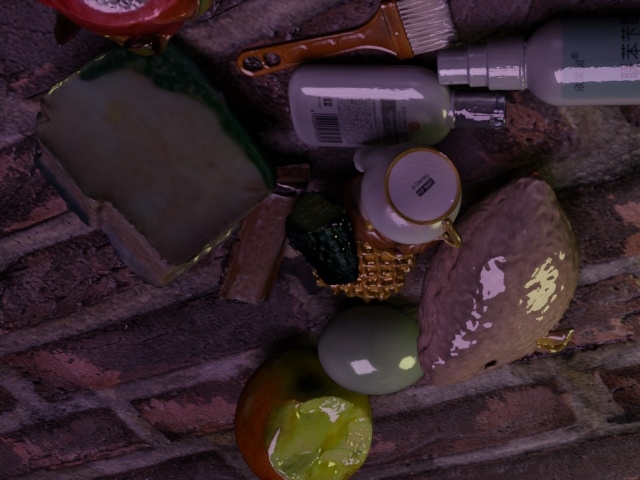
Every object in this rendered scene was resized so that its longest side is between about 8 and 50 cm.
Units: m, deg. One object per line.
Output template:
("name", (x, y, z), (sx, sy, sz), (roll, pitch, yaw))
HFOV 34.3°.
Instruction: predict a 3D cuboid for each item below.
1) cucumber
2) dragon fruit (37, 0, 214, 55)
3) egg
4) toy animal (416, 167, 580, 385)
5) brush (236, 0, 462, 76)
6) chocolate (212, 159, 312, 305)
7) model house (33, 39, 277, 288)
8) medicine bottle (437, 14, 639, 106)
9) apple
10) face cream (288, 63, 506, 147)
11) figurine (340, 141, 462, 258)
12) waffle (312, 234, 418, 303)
("cucumber", (0.000, 0.000, 1.512), (0.086, 0.115, 0.193), (-40, 149, -7))
("dragon fruit", (-0.245, -0.354, 1.242), (0.290, 0.189, 0.290), (7, 135, 7))
("egg", (0.090, 0.180, 1.716), (0.192, 0.149, 0.149), (2, 136, -12))
("toy animal", (0.268, 0.053, 1.524), (0.226, 0.188, 0.358), (-2, 129, -32))
("brush", (0.027, -0.264, 1.393), (0.314, 0.017, 0.090), (-9, 128, 22))
("chocolate", (-0.088, 0.002, 1.628), (0.102, 0.065, 0.329), (0, 141, -19))
("model house", (-0.253, -0.097, 1.496), (0.298, 0.243, 0.284), (50, 156, 0))
("medicine bottle", (0.324, -0.223, 1.296), (0.352, 0.110, 0.110), (1, 134, 13))
("apple", (-0.026, 0.312, 1.809), (0.246, 0.246, 0.226), (17, 127, -4))
("face cream", (0.105, -0.181, 1.411), (0.291, 0.071, 0.144), (2, 144, 13))
("figurine", (0.113, -0.053, 1.439), (0.189, 0.142, 0.263), (52, 169, 1))
("waffle", (0.065, 0.028, 1.653), (0.191, 0.038, 0.191), (7, 135, 7))
